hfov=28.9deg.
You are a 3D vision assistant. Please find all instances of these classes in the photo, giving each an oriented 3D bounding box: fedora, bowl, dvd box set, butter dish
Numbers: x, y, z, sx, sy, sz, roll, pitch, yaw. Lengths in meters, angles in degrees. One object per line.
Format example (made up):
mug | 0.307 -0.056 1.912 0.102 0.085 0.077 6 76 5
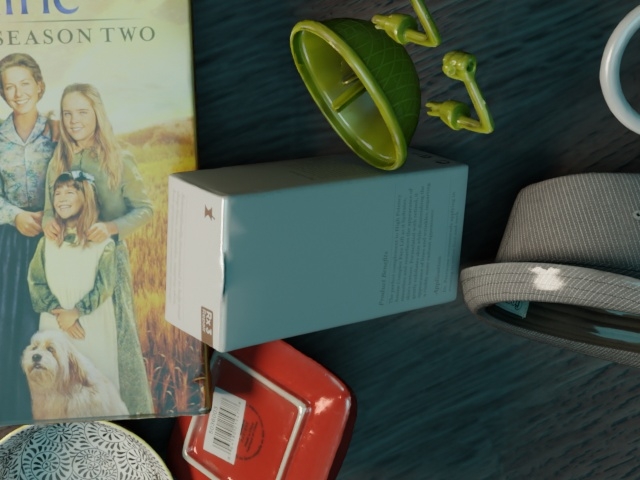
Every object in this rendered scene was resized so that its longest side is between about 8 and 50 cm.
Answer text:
fedora | 0.249 0.022 0.970 0.275 0.244 0.124 13 78 -1
bowl | -0.202 0.208 1.046 0.170 0.080 0.170 -1 108 -4
dvd box set | -0.241 -0.070 0.928 0.307 0.062 0.420 -2 98 -5
butter dish | -0.029 0.151 1.026 0.160 0.118 0.160 29 109 33

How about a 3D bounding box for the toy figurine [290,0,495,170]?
toy figurine | 0.034 -0.257 0.864 0.217 0.191 0.362 -47 110 -32

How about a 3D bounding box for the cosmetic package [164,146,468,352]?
cosmetic package | 0.000 0.000 0.934 0.231 0.085 0.117 -7 109 -36

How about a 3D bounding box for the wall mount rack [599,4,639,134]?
wall mount rack | 0.375 -0.193 0.940 0.350 0.130 0.304 -1 111 -4
